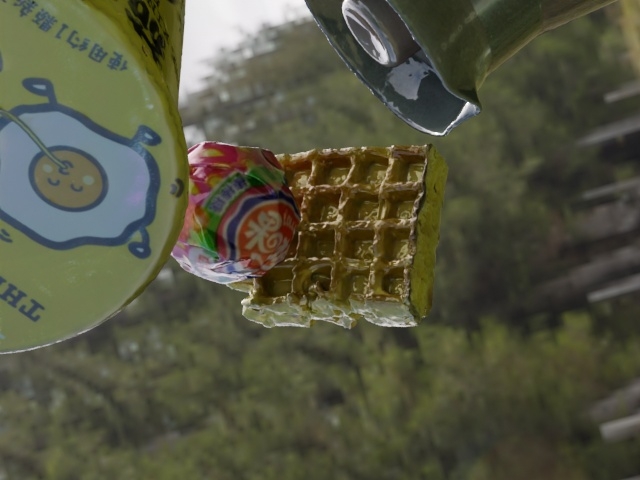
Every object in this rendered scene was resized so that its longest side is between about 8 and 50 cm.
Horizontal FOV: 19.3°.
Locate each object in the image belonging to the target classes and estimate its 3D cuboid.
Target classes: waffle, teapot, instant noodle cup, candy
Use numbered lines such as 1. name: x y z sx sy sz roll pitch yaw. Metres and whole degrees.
1. waffle: 0.000 0.000 1.659 0.055 0.211 0.160 46 -134 -55
2. teapot: 0.148 -0.276 1.468 0.300 0.344 0.253 45 166 25
3. instant noodle cup: -0.225 -0.125 1.226 0.254 0.326 0.325 -80 -26 -52
4. candy: -0.168 -0.076 1.666 0.365 0.124 0.124 29 160 33
